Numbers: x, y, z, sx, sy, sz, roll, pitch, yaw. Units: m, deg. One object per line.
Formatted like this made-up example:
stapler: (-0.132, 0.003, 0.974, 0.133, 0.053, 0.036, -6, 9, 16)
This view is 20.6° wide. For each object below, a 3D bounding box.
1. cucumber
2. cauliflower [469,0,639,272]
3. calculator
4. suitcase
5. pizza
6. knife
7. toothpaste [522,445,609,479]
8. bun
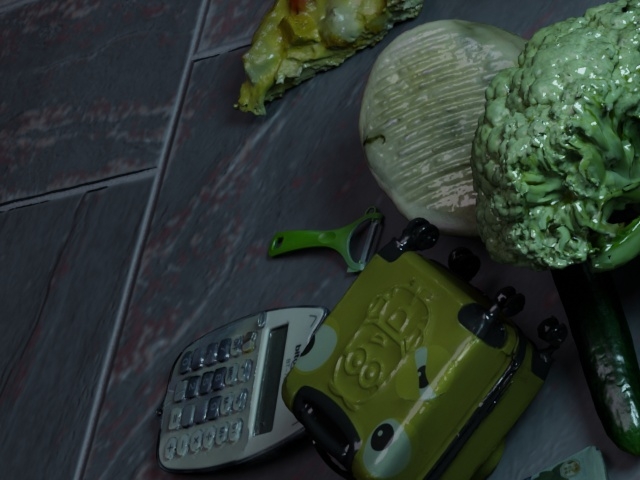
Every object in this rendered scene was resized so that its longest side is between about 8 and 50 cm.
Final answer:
cucumber: (0.247, 0.071, 1.578, 0.056, 0.056, 0.284, -36, 45, 25)
cauliflower: (0.260, -0.071, 1.521, 0.250, 0.272, 0.275, 38, 91, 10)
calculator: (-0.088, 0.162, 1.877, 0.268, 0.040, 0.177, -15, 54, 41)
suitcase: (0.096, 0.126, 1.627, 0.235, 0.143, 0.194, -53, 40, 4)
pizza: (-0.008, -0.259, 2.050, 0.287, 0.075, 0.280, -51, 38, 7)
knife: (-0.002, -0.001, 1.912, 0.166, 0.022, 0.078, -1, 60, 45)
toothpaste: (0.157, 0.248, 1.566, 0.233, 0.038, 0.060, -29, 49, 27)
bun: (0.150, -0.110, 1.750, 0.210, 0.116, 0.237, -31, 68, 22)
